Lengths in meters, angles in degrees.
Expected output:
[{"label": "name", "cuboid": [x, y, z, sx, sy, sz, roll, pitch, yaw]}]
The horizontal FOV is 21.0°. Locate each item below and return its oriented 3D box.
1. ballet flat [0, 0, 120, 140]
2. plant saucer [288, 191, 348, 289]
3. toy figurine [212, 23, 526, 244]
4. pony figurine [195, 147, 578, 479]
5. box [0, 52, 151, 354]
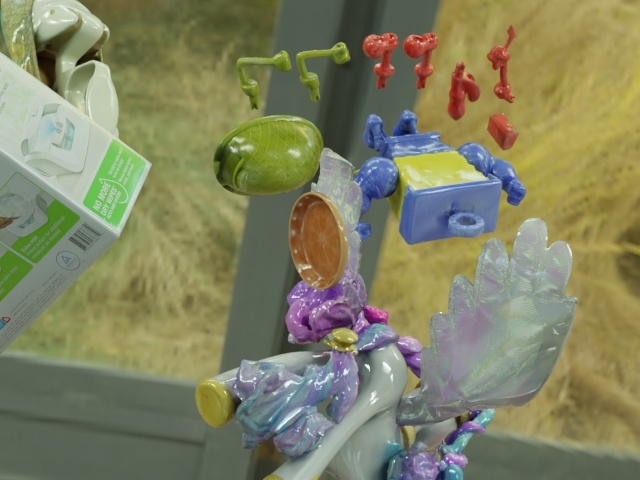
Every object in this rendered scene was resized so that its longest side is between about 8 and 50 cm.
[{"label": "ballet flat", "cuboid": [-0.283, -0.190, 1.951, 0.123, 0.123, 0.348, -2, 56, -17]}, {"label": "plant saucer", "cuboid": [0.000, 0.000, 1.459, 0.013, 0.083, 0.083, -8, 41, -33]}, {"label": "toy figurine", "cuboid": [0.095, -0.083, 1.823, 0.363, 0.191, 0.217, -7, 42, -25]}, {"label": "pony figurine", "cuboid": [0.043, 0.131, 1.598, 0.303, 0.351, 0.363, 27, 38, 32]}, {"label": "box", "cuboid": [-0.337, -0.032, 1.643, 0.231, 0.262, 0.126, 36, 37, -15]}]
